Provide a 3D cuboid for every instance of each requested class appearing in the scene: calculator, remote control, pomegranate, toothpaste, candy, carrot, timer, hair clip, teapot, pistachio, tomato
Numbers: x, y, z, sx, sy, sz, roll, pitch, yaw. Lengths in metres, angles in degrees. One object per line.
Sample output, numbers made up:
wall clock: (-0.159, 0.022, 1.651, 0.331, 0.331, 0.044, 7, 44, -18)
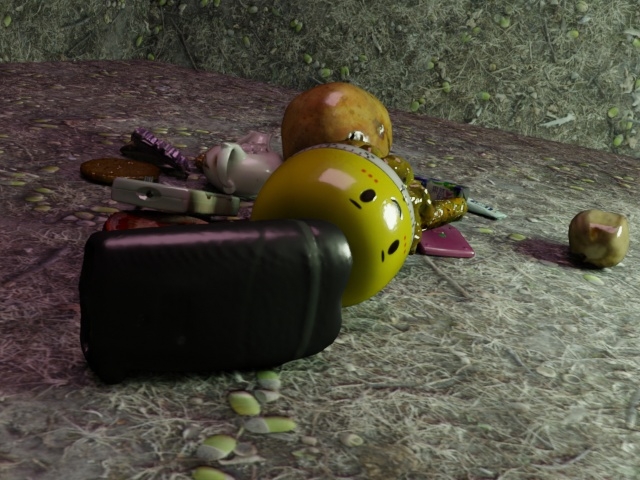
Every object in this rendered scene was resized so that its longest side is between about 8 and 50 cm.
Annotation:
calculator: (0.252, -0.009, 1.673, 0.127, 0.034, 0.190, 5, 19, -13)
remote control: (-0.261, -0.078, 1.459, 0.145, 0.050, 0.344, 10, 2, 10)
pomegranate: (0.037, -0.253, 1.865, 0.281, 0.281, 0.281, 7, 18, -2)
toothpaste: (0.379, -0.094, 1.983, 0.205, 0.036, 0.056, 24, 25, 30)
candy: (0.221, -0.127, 1.922, 0.312, 0.088, 0.061, 20, 18, 34)
carrot: (0.234, -0.054, 1.649, 0.069, 0.068, 0.229, 23, 26, 39)
timer: (0.000, 0.000, 1.204, 0.285, 0.285, 0.285, 7, 18, -2)
hair clip: (-0.422, -0.225, 1.975, 0.292, 0.084, 0.106, 27, -17, 39)
teapot: (-0.184, -0.184, 1.849, 0.204, 0.139, 0.298, 13, 18, 6)
pistachio: (0.611, -0.013, 1.683, 0.129, 0.131, 0.206, 53, 23, -1)
tomato: (-0.255, 0.021, 1.282, 0.225, 0.085, 0.225, 11, 15, -3)

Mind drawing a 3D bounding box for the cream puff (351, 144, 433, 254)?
cream puff: (0.086, -0.066, 1.466, 0.244, 0.244, 0.196, -1, 10, -25)

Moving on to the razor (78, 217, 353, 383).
razor: (-0.131, 0.073, 0.990, 0.349, 0.204, 0.113, -4, 23, -25)

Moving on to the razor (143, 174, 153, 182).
razor: (-0.389, -0.106, 1.684, 0.068, 0.037, 0.191, 2, 16, -5)

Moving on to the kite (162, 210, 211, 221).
kite: (-0.288, -0.056, 1.618, 0.190, 0.010, 0.159, 20, 22, 34)

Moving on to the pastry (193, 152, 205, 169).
pastry: (-0.273, -0.212, 2.031, 0.080, 0.056, 0.140, 9, 23, 26)

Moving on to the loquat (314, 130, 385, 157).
loquat: (0.054, -0.127, 1.670, 0.213, 0.213, 0.213, 7, 18, -2)

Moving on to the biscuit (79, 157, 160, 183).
biscuit: (-0.478, -0.164, 1.838, 0.188, 0.027, 0.188, 6, 18, -2)

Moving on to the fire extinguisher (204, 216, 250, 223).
fire extinguisher: (-0.185, -0.018, 1.497, 0.158, 0.043, 0.064, -4, 52, -32)
